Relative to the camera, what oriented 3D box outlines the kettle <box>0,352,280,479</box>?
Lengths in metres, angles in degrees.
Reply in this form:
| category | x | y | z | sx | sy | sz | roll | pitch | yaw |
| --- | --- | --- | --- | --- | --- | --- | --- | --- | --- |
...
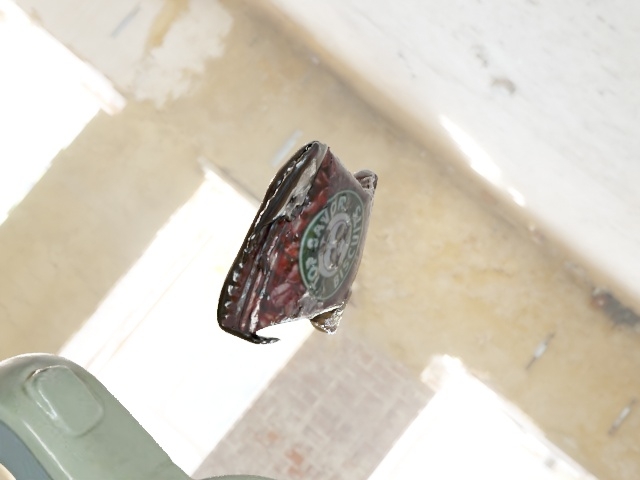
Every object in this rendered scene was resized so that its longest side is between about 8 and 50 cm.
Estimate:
| category | x | y | z | sx | sy | sz | roll | pitch | yaw |
| --- | --- | --- | --- | --- | --- | --- | --- | --- | --- |
| kettle | -0.090 | 0.161 | 0.399 | 0.210 | 0.243 | 0.160 | 51 | -139 | 10 |

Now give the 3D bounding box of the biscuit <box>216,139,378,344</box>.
| category | x | y | z | sx | sy | sz | roll | pitch | yaw |
| --- | --- | --- | --- | --- | --- | --- | --- | --- | --- |
| biscuit | -0.002 | 0.006 | 0.867 | 0.063 | 0.151 | 0.235 | 16 | -179 | 18 |
